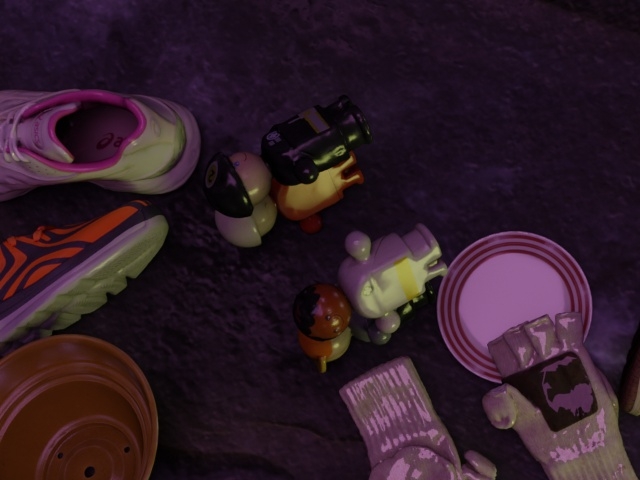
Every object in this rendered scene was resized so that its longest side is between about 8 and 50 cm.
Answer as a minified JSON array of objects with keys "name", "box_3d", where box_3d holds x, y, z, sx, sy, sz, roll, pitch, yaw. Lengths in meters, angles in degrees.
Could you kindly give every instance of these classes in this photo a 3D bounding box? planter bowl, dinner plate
[{"name":"planter bowl","box_3d":[-0.229,0.202,1.399,0.217,0.090,0.217,-9,64,18]},{"name":"dinner plate","box_3d":[0.177,0.062,1.396,0.141,0.017,0.141,-1,82,11]}]

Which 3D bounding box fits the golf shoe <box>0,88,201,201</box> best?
[{"name":"golf shoe","box_3d":[-0.273,-0.101,1.442,0.306,0.140,0.115,-4,82,11]}]

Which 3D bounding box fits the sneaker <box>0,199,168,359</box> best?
[{"name":"sneaker","box_3d":[-0.311,0.013,1.438,0.321,0.124,0.180,-32,78,4]}]

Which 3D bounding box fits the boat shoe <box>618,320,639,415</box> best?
[{"name":"boat shoe","box_3d":[0.346,0.044,1.331,0.095,0.095,0.257,23,86,7]}]

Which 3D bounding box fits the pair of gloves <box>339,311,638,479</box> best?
[{"name":"pair of gloves","box_3d":[0.151,0.185,1.359,0.240,0.042,0.204,-18,85,9]}]

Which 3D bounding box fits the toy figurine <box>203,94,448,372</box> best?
[{"name":"toy figurine","box_3d":[0.000,0.000,1.339,0.148,0.213,0.209,-28,82,-7]}]
